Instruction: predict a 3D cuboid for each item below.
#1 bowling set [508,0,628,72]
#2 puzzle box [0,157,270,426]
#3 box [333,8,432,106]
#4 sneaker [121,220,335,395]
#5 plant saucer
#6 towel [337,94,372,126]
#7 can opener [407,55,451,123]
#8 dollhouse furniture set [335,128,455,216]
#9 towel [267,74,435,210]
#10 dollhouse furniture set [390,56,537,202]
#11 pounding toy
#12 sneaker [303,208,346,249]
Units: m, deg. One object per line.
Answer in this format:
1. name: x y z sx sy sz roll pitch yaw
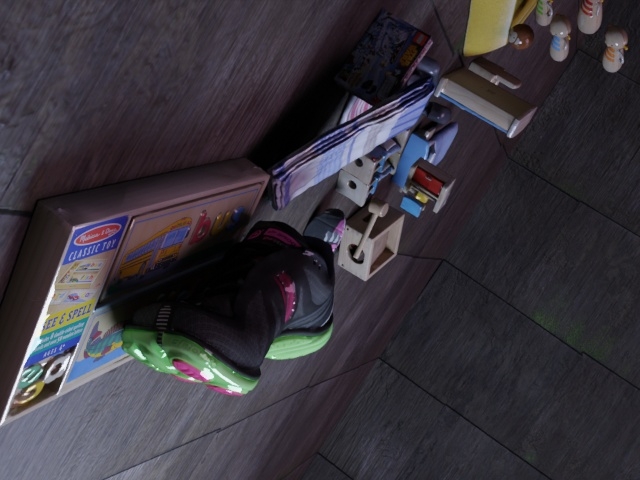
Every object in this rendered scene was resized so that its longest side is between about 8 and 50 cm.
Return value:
1. bowling set: 0.487 -0.454 1.673 0.199 0.287 0.154 -23 157 4
2. puzzle box: -0.226 0.043 1.020 0.409 0.052 0.272 -25 145 -62
3. box: 0.097 -0.278 1.274 0.137 0.094 0.027 -55 164 -3
4. sneaker: -0.105 0.071 1.102 0.483 0.185 0.202 -15 119 -72
5. plant saucer: 0.434 -0.574 1.729 0.333 0.081 0.333 -52 164 -14
6. towel: 0.105 -0.268 1.442 0.197 0.029 0.144 -33 152 -55
7. can opener: 0.222 -0.287 1.613 0.283 0.095 0.076 6 109 -84
8. dollhouse furniture set: 0.148 -0.126 1.567 0.129 0.183 0.129 -45 161 -35
9. towel: 0.042 -0.141 1.260 0.285 0.034 0.209 -31 173 -9
10. dollhouse furniture set: 0.351 -0.232 1.946 0.286 0.198 0.303 -35 155 -52
11. pounding toy: 0.096 -0.022 1.817 0.181 0.094 0.206 -37 147 -38
12. sneaker: 0.000 0.000 1.626 0.178 0.072 0.077 -57 179 36
